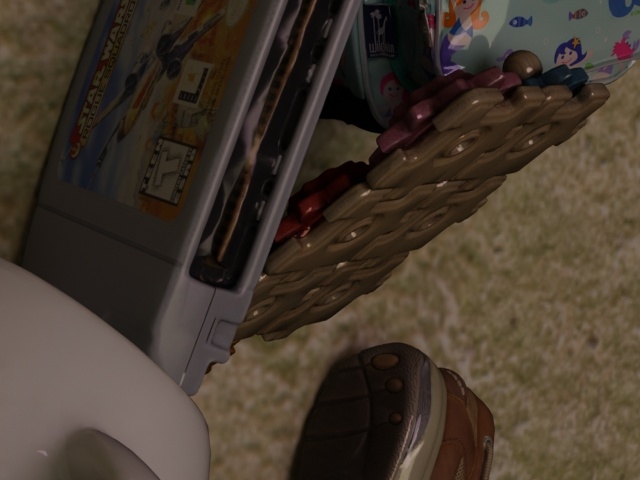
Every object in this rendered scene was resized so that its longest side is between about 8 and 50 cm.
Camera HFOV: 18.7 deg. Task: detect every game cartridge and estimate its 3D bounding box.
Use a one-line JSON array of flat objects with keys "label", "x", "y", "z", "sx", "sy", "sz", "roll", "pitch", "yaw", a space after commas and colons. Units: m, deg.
[{"label": "game cartridge", "x": -0.069, "y": -0.080, "z": 1.039, "sx": 0.062, "sy": 0.198, "sz": 0.297, "roll": 20, "pitch": 89, "yaw": -37}]

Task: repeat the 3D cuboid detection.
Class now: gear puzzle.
[{"label": "gear puzzle", "x": 0.000, "y": 0.000, "z": 1.084, "sx": 0.175, "sy": 0.339, "sz": 0.044, "roll": -9, "pitch": 64, "yaw": -56}]

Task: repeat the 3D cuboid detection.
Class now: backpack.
[{"label": "backpack", "x": 0.085, "y": -0.199, "z": 1.144, "sx": 0.225, "sy": 0.191, "sz": 0.253, "roll": -15, "pitch": 103, "yaw": -31}]

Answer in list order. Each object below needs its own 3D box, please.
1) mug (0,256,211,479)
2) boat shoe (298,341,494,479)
[{"label": "mug", "x": -0.184, "y": 0.179, "z": 0.878, "sx": 0.276, "sy": 0.374, "sz": 0.328, "roll": 43, "pitch": 70, "yaw": -27}, {"label": "boat shoe", "x": 0.031, "y": 0.231, "z": 1.223, "sx": 0.116, "sy": 0.123, "sz": 0.324, "roll": 24, "pitch": 86, "yaw": -38}]
